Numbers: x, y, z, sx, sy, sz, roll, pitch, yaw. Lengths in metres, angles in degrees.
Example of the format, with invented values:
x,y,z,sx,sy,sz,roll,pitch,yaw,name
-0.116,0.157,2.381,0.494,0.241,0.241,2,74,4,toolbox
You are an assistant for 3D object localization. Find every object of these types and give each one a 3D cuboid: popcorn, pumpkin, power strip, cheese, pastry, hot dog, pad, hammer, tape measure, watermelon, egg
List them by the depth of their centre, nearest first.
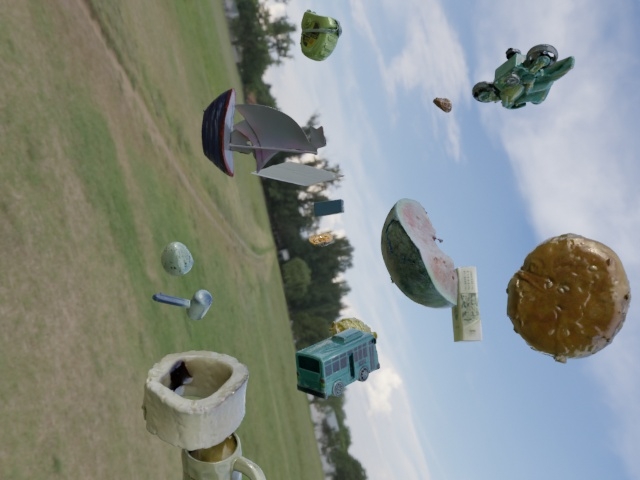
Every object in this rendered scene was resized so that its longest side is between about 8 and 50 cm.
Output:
x,y,z,sx,sy,sz,roll,pitch,yaw,name
0.626,0.146,1.456,0.316,0.284,0.184,-68,158,1,pastry
0.222,0.042,1.512,0.188,0.175,0.322,19,36,-39,watermelon
-0.061,-0.184,1.587,0.232,0.156,0.004,7,78,-47,pad
-0.374,0.462,1.684,0.332,0.292,0.153,-48,146,-73,cheese
0.000,0.001,1.871,0.050,0.083,0.028,-115,-154,-45,pumpkin
-0.003,-0.672,1.885,0.177,0.087,0.154,36,-70,48,tape measure
-0.468,0.205,1.918,0.116,0.193,0.069,-54,-148,35,hammer
0.455,-0.510,2.128,0.083,0.058,0.035,54,-41,38,hot dog
0.036,-0.127,2.237,0.032,0.123,0.056,15,69,-68,power strip
0.116,0.397,2.300,0.187,0.167,0.185,-39,-99,44,popcorn
-0.593,0.075,2.364,0.164,0.131,0.131,107,-27,-47,egg

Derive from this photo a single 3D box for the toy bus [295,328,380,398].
x,y,z,sx,sy,sz,roll,pitch,yaw,name
0.055,0.355,1.687,0.128,0.256,0.147,4,-76,44,toy bus

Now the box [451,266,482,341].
x,y,z,sx,sy,sz,roll,pitch,yaw,name
0.514,0.231,2.032,0.164,0.069,0.257,80,8,-79,box

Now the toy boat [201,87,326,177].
x,y,z,sx,sy,sz,roll,pitch,yaw,name
-0.159,-0.278,1.417,0.072,0.318,0.219,-65,139,-60,toy boat

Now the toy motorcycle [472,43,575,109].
x,y,z,sx,sy,sz,roll,pitch,yaw,name
0.596,-0.458,1.664,0.296,0.198,0.109,145,-40,-62,toy motorcycle

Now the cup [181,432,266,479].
x,y,z,sx,sy,sz,roll,pitch,yaw,name
-0.277,0.675,1.673,0.173,0.255,0.202,-88,-178,-67,cup
